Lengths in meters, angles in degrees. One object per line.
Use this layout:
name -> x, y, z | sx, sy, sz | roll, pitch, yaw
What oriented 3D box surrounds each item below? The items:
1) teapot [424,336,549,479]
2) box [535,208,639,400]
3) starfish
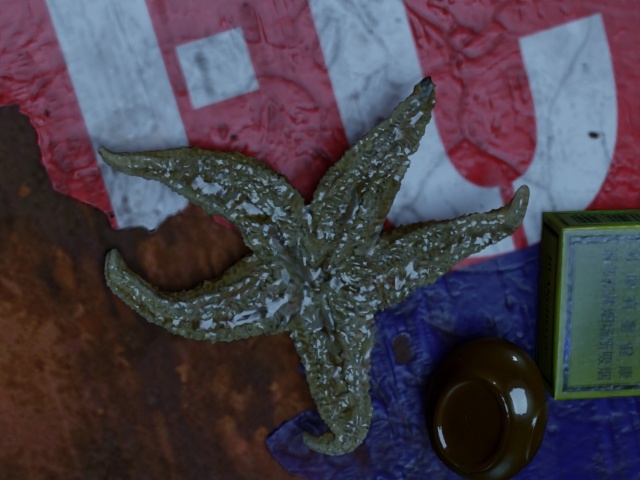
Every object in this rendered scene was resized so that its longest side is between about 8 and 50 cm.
teapot -> 0.133, 0.135, 1.452 | 0.098, 0.078, 0.129 | 22, 114, 26
box -> 0.282, 0.047, 1.457 | 0.220, 0.064, 0.141 | -2, 104, -8
starfish -> 0.000, -0.001, 1.394 | 0.302, 0.060, 0.299 | -33, 101, 5
